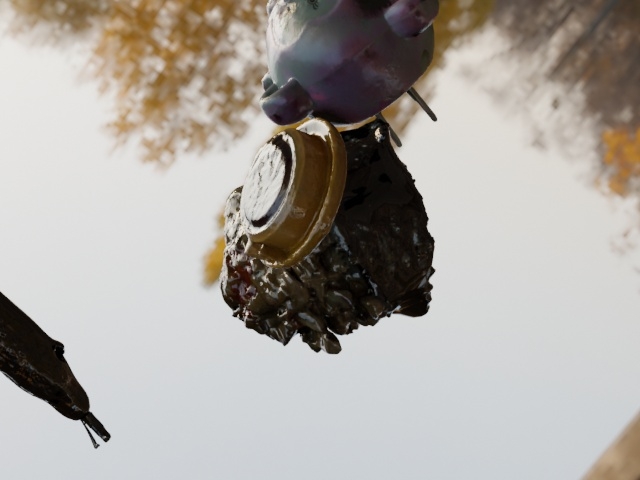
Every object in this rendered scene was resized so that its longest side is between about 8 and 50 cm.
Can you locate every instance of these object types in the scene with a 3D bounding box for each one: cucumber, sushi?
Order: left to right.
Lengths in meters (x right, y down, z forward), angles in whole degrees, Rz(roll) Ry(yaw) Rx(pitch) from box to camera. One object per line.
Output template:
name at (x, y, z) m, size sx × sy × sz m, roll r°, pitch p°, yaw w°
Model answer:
cucumber at (-0.167, 0.067, 0.885) m, size 0.043 × 0.039 × 0.163 m, roll 59°, pitch -176°, yaw 39°
sushi at (-0.005, 0.002, 1.665) m, size 0.238 × 0.218 × 0.225 m, roll -179°, pitch 74°, yaw -75°

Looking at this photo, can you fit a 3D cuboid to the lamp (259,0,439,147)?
lamp at (0.045, -0.239, 1.895) m, size 0.247 × 0.247 × 0.301 m, roll 53°, pitch -167°, yaw -17°

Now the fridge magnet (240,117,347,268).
fridge magnet at (-0.026, -0.044, 1.380) m, size 0.063 × 0.143 × 0.143 m, roll 18°, pitch -158°, yaw -27°
